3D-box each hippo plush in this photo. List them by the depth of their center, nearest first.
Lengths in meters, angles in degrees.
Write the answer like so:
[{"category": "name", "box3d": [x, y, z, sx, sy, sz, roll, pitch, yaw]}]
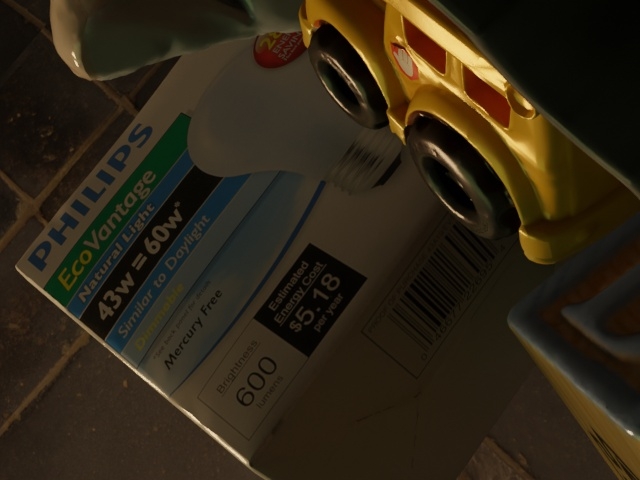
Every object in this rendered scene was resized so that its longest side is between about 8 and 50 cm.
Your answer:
[{"category": "hippo plush", "box3d": [-0.075, -0.259, 0.815, 0.294, 0.234, 0.236, -7, -128, -27]}]

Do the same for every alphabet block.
[{"category": "alphabet block", "box3d": [0.259, 0.087, 0.733, 0.197, 0.192, 0.193, 51, -178, -21]}]

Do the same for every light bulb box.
[{"category": "light bulb box", "box3d": [0.000, 0.000, 1.054, 0.361, 0.358, 0.225, 30, 171, 44]}]

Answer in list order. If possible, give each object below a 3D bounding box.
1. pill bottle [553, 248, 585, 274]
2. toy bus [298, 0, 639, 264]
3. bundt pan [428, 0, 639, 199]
[{"category": "pill bottle", "box3d": [0.311, 0.085, 0.961, 0.301, 0.169, 0.169, 40, -178, -33]}, {"category": "toy bus", "box3d": [0.078, -0.129, 0.613, 0.220, 0.149, 0.211, 45, 171, 30]}, {"category": "bundt pan", "box3d": [0.141, -0.058, 0.275, 0.331, 0.124, 0.331, 41, -177, -3]}]
